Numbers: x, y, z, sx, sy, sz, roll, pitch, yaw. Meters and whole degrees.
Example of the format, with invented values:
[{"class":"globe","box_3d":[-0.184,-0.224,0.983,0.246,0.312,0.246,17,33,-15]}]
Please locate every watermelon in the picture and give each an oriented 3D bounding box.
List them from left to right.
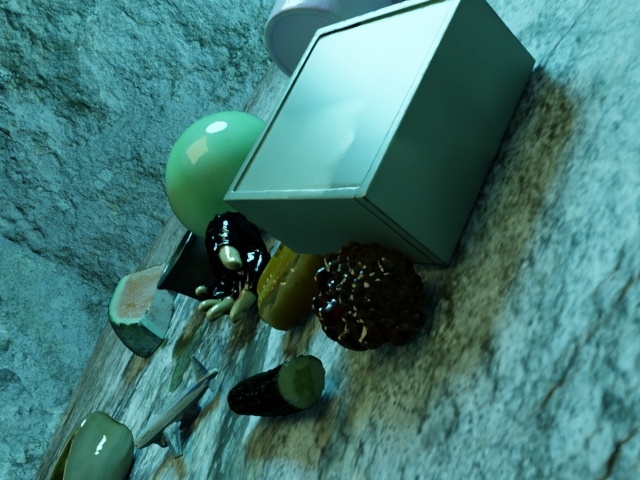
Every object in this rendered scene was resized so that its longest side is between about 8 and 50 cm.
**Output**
[{"class":"watermelon","box_3d":[-0.441,0.160,1.935,0.226,0.148,0.318,-52,17,-2]}]

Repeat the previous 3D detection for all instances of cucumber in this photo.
[{"class":"cucumber","box_3d":[-0.054,0.162,0.812,0.215,0.058,0.052,144,119,-62]}]

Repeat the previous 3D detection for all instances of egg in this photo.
[{"class":"egg","box_3d":[-0.170,-0.113,1.396,0.269,0.221,0.220,-46,19,55]}]

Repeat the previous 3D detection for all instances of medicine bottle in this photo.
[{"class":"medicine bottle","box_3d":[0.065,-0.447,1.280,0.219,0.219,0.388,-35,29,58]}]

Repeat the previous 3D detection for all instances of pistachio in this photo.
[{"class":"pistachio","box_3d":[-0.407,0.400,1.352,0.130,0.131,0.206,-17,35,29]}]

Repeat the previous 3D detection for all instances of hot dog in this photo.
[{"class":"hot dog","box_3d":[0.000,0.000,0.923,0.269,0.072,0.109,-56,17,20]}]

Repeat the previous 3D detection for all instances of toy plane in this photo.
[{"class":"toy plane","box_3d":[-0.214,0.254,1.155,0.226,0.058,0.226,-55,19,29]}]

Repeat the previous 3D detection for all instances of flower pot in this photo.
[{"class":"flower pot","box_3d":[-0.248,0.052,1.561,0.157,0.107,0.157,-57,13,21]}]

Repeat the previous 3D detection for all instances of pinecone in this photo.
[{"class":"pinecone","box_3d":[0.043,0.051,0.662,0.102,0.102,0.109,-64,-12,-15]}]

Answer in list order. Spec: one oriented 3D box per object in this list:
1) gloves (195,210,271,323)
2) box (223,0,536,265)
[{"class":"gloves","box_3d":[-0.135,0.051,1.189,0.164,0.124,0.203,95,162,-49]},{"class":"box","box_3d":[0.054,-0.103,0.746,0.225,0.117,0.224,3,62,53]}]
